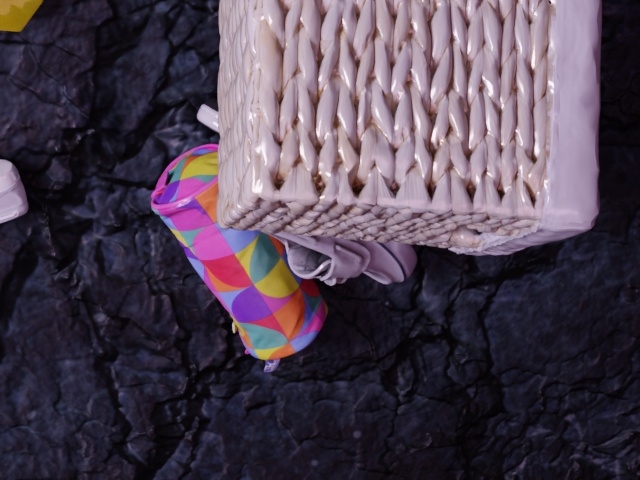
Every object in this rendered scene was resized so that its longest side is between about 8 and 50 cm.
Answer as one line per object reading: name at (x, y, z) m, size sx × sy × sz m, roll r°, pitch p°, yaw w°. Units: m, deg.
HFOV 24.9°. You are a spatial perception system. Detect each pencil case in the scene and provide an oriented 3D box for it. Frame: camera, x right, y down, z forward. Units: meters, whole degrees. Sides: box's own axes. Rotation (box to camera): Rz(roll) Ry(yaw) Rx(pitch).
pencil case at (-0.082, 0.019, 1.445) m, size 0.104 × 0.104 × 0.236 m, roll -26°, pitch 121°, yaw 3°

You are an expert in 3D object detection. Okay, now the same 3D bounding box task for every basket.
basket at (0.058, -0.157, 1.181) m, size 0.267 × 0.328 × 0.331 m, roll 1°, pitch 87°, yaw -8°

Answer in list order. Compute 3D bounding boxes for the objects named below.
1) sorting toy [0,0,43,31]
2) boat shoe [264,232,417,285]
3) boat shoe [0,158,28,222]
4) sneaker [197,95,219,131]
sorting toy at (-0.394, -0.222, 1.270) m, size 0.307 × 0.041 × 0.229 m, roll 0°, pitch 116°, yaw -13°
boat shoe at (0.000, 0.000, 1.419) m, size 0.258 × 0.095 × 0.084 m, roll 33°, pitch 77°, yaw -44°
boat shoe at (-0.368, -0.018, 1.384) m, size 0.184 × 0.066 × 0.063 m, roll -25°, pitch 122°, yaw -9°
sneaker at (-0.001, -0.126, 1.401) m, size 0.217 × 0.079 × 0.121 m, roll 22°, pitch 93°, yaw -13°
